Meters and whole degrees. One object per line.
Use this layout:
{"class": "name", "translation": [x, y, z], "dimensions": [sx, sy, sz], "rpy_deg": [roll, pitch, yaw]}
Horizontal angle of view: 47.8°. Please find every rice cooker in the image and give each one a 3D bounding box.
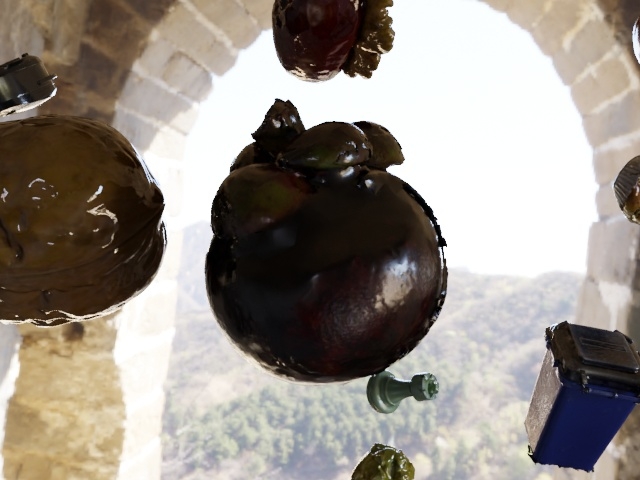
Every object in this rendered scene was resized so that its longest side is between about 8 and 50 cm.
{"class": "rice cooker", "translation": [-0.610, -0.309, 1.449], "dimensions": [0.112, 0.106, 0.165], "rpy_deg": [-14, 28, 28]}

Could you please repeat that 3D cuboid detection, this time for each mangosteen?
{"class": "mangosteen", "translation": [0.002, 0.013, 1.125], "dimensions": [0.380, 0.421, 0.381], "rpy_deg": [-12, -16, -4]}

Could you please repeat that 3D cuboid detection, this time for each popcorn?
{"class": "popcorn", "translation": [0.114, 0.417, 1.275], "dimensions": [0.120, 0.106, 0.116], "rpy_deg": [7, 34, -16]}

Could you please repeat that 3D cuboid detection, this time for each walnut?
{"class": "walnut", "translation": [-0.446, -0.035, 1.200], "dimensions": [0.397, 0.308, 0.354], "rpy_deg": [-4, -45, 6]}
{"class": "walnut", "translation": [0.037, -0.416, 1.347], "dimensions": [0.243, 0.222, 0.269], "rpy_deg": [28, -31, 12]}

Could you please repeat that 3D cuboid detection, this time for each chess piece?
{"class": "chess piece", "translation": [0.127, 0.226, 1.096], "dimensions": [0.067, 0.067, 0.103], "rpy_deg": [9, -21, -44]}

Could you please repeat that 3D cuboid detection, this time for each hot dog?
{"class": "hot dog", "translation": [0.667, -0.094, 1.440], "dimensions": [0.268, 0.144, 0.075], "rpy_deg": [18, 24, -46]}

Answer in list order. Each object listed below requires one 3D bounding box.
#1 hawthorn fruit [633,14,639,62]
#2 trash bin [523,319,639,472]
{"class": "hawthorn fruit", "translation": [0.429, -0.238, 0.823], "dimensions": [0.172, 0.148, 0.148], "rpy_deg": [26, -6, -13]}
{"class": "trash bin", "translation": [0.447, 0.278, 1.240], "dimensions": [0.162, 0.235, 0.184], "rpy_deg": [12, 29, -1]}
